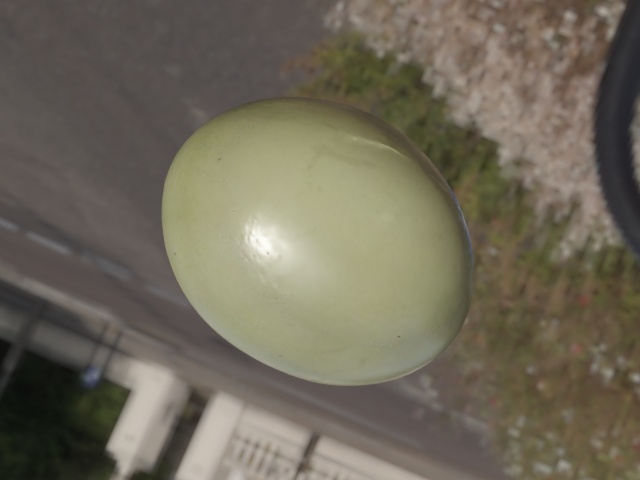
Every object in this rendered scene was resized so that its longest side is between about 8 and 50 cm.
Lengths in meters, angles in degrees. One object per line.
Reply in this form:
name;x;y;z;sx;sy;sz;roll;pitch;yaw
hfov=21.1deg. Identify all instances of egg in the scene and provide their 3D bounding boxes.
egg;0.000;0.000;1.379;0.269;0.219;0.219;32;168;-24
